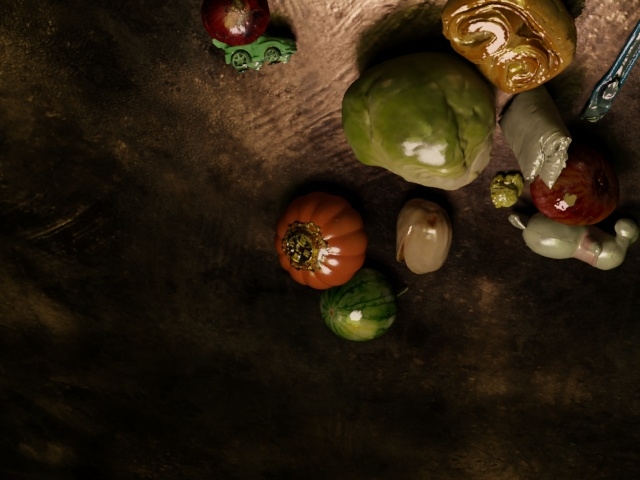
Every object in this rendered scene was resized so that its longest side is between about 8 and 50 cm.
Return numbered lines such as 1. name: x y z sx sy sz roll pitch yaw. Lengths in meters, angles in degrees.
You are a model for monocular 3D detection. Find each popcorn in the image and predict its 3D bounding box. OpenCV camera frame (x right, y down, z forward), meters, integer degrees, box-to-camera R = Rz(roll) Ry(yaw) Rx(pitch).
1. popcorn: 0.395 -0.105 1.990 0.083 0.068 0.059 -44 146 6

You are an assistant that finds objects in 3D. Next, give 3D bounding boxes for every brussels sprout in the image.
1. brussels sprout: 0.197 -0.222 1.778 0.317 0.242 0.274 27 146 -10

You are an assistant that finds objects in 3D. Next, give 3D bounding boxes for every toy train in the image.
1. toy train: -0.125 -0.374 1.836 0.149 0.099 0.081 -11 98 20

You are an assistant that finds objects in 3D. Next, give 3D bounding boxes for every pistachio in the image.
1. pistachio: 0.226 -0.005 2.102 0.129 0.131 0.206 45 151 32

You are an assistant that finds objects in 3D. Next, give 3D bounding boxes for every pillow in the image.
1. pillow: 0.410 -0.208 1.792 0.078 0.181 0.134 -3 140 -20

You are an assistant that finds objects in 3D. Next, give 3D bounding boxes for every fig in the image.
1. fig: 0.484 -0.110 1.895 0.175 0.175 0.207 45 159 -30

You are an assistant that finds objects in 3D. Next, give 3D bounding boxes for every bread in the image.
1. bread: 0.336 -0.374 1.658 0.236 0.120 0.198 39 136 -25

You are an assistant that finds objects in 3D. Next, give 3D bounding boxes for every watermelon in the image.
1. watermelon: 0.099 0.151 2.285 0.188 0.215 0.188 10 104 42

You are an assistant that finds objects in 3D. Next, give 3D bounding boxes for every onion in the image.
1. onion: -0.157 -0.428 1.758 0.131 0.131 0.131 9 139 8

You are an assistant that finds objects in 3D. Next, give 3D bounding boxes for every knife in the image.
1. knife: 0.550 -0.319 1.723 0.044 0.026 0.296 26 140 7

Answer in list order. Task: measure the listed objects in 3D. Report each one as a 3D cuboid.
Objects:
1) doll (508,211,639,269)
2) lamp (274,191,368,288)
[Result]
1. doll: 0.535 -0.001 1.999 0.275 0.113 0.155 6 -177 11
2. lamp: 0.000 0.000 2.127 0.223 0.196 0.223 6 103 29
